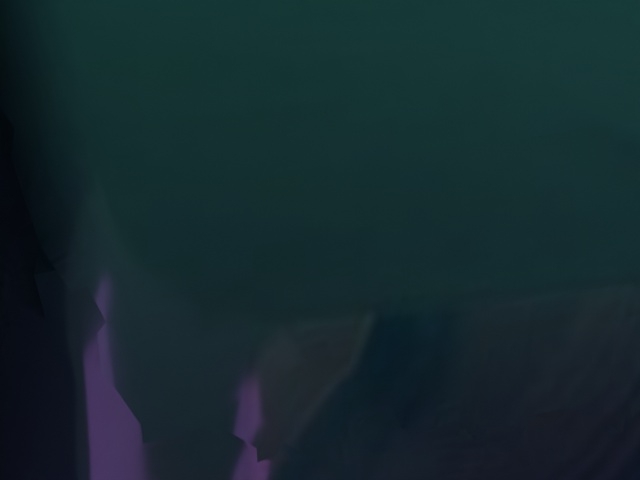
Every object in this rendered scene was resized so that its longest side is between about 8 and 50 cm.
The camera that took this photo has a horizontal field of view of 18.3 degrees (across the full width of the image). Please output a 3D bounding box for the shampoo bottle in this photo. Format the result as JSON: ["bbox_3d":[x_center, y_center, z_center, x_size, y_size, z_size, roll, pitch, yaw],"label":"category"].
[{"bbox_3d":[0.000,0.000,0.518,0.343,0.331,0.331,-5,113,-35],"label":"shampoo bottle"}]
